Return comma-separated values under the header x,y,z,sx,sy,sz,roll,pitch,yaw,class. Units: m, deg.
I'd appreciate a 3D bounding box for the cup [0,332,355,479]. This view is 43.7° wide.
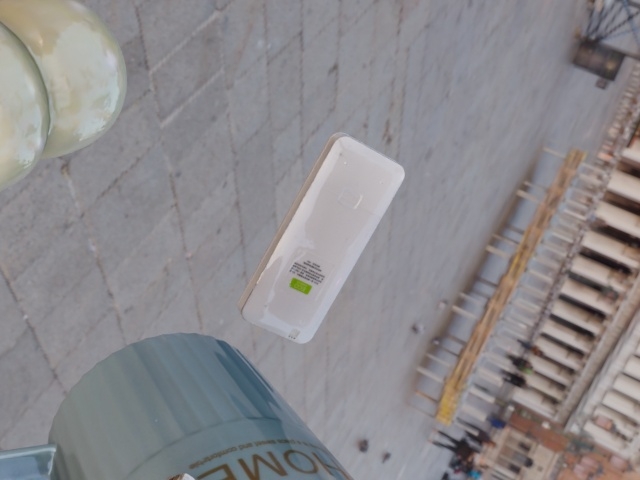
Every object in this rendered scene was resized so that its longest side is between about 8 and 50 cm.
x,y,z,sx,sy,sz,roll,pitch,yaw,class
-0.131,0.276,0.729,0.331,0.311,0.256,-29,125,-15,cup

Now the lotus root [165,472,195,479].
x,y,z,sx,sy,sz,roll,pitch,yaw,class
-0.106,0.201,0.542,0.037,0.030,0.083,-35,-160,41,lotus root

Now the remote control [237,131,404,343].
x,y,z,sx,sy,sz,roll,pitch,yaw,class
0.000,0.000,0.949,0.250,0.103,0.034,-62,-159,8,remote control

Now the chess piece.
x,y,z,sx,sy,sz,roll,pitch,yaw,class
-0.247,-0.077,0.487,0.300,0.167,0.167,-39,150,-53,chess piece
